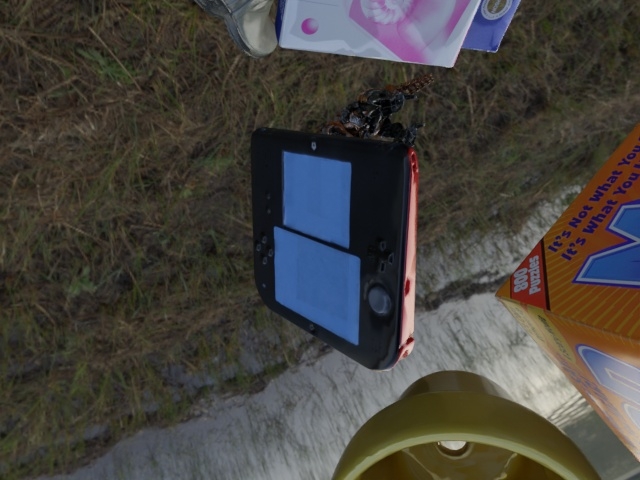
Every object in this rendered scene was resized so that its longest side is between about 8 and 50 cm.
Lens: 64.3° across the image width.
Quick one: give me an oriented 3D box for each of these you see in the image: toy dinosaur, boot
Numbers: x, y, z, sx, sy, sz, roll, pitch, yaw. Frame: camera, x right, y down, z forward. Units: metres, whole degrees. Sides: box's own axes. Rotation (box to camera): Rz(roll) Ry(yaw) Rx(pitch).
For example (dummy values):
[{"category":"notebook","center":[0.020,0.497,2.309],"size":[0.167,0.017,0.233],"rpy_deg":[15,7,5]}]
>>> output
[{"category":"toy dinosaur","center":[0.128,-0.309,1.220],"size":[0.164,0.218,0.322],"rpy_deg":[32,100,-34]},{"category":"boot","center":[-0.064,-0.338,0.688],"size":[0.161,0.083,0.246],"rpy_deg":[-18,173,16]}]

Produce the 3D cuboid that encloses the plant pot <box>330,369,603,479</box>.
[{"category":"plant pot","center":[0.141,0.252,0.512],"size":[0.254,0.254,0.239],"rpy_deg":[-37,178,14]}]

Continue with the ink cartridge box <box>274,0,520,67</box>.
[{"category":"ink cartridge box","center":[0.134,-0.356,0.563],"size":[0.330,0.071,0.324],"rpy_deg":[1,139,-14]}]

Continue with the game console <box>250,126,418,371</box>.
[{"category":"game console","center":[0.000,0.000,0.827],"size":[0.060,0.386,0.342],"rpy_deg":[-18,114,-35]}]

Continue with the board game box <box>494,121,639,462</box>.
[{"category":"board game box","center":[0.462,0.065,0.423],"size":[0.356,0.356,0.356],"rpy_deg":[-47,108,-9]}]
